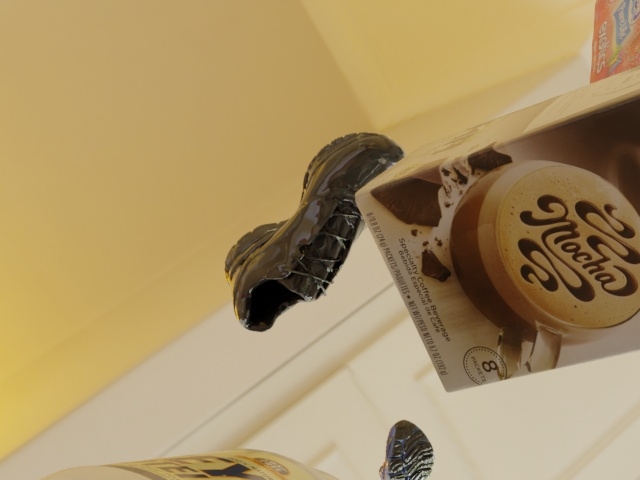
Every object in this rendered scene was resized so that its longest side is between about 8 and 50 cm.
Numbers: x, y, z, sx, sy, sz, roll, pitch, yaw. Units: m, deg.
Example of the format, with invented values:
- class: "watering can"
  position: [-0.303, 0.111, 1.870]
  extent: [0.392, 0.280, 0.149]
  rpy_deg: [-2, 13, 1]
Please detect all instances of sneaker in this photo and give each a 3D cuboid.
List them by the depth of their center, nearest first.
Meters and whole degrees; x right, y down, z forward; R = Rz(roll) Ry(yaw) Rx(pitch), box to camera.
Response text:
- class: "sneaker"
  position: [0.000, 0.000, 1.422]
  extent: [0.109, 0.130, 0.286]
  rpy_deg: [30, -61, -23]
- class: "sneaker"
  position: [0.126, 0.363, 1.979]
  extent: [0.087, 0.083, 0.221]
  rpy_deg: [46, -31, 45]

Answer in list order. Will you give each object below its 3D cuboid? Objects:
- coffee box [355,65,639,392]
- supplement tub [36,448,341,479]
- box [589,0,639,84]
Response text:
- class: "coffee box"
  position: [0.195, -0.017, 0.859]
  extent: [0.297, 0.119, 0.168]
  rpy_deg: [-19, -79, 38]
- class: "supplement tub"
  position: [-0.094, 0.282, 0.958]
  extent: [0.235, 0.235, 0.325]
  rpy_deg: [43, 13, 23]
- class: "box"
  position: [0.424, -0.230, 1.496]
  extent: [0.154, 0.300, 0.142]
  rpy_deg: [24, -44, -8]
